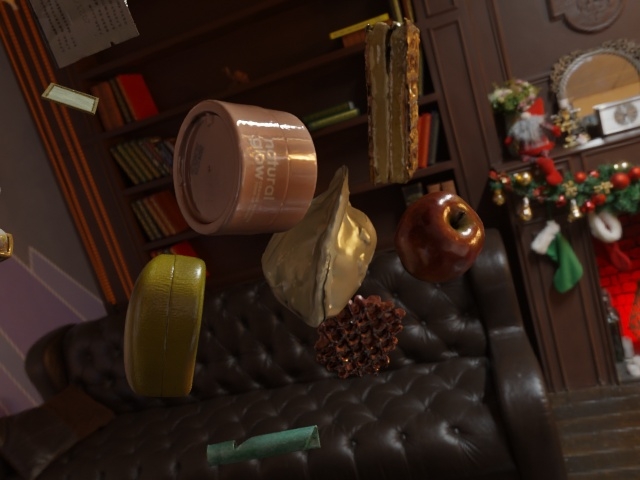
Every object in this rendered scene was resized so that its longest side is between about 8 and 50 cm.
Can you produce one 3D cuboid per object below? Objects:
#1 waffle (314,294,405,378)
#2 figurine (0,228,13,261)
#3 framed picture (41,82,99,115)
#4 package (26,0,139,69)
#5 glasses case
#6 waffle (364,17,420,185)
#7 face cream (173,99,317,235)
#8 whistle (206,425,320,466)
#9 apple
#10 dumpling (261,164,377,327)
[{"bbox_3d":[0.095,0.233,1.255,0.234,0.221,0.055,14,12,-30],"label":"waffle"},{"bbox_3d":[-0.831,-0.054,1.205,0.261,0.382,0.186,-19,-12,18],"label":"figurine"},{"bbox_3d":[-0.715,-0.408,1.482,0.136,0.010,0.201,14,20,-26],"label":"framed picture"},{"bbox_3d":[-0.523,-0.520,1.107,0.203,0.251,0.062,-22,-7,7],"label":"package"},{"bbox_3d":[-0.320,0.196,1.048,0.141,0.371,0.173,6,43,-14],"label":"glasses case"},{"bbox_3d":[0.150,-0.277,1.052,0.091,0.308,0.213,1,17,16],"label":"waffle"},{"bbox_3d":[-0.090,-0.081,0.595,0.104,0.149,0.149,-3,-2,-43],"label":"face cream"},{"bbox_3d":[-0.095,0.343,0.861,0.186,0.039,0.039,-10,11,0],"label":"whistle"},{"bbox_3d":[0.289,-0.003,1.304,0.230,0.230,0.230,-17,11,3],"label":"apple"},{"bbox_3d":[0.000,0.000,1.054,0.233,0.316,0.395,11,20,1],"label":"dumpling"}]
